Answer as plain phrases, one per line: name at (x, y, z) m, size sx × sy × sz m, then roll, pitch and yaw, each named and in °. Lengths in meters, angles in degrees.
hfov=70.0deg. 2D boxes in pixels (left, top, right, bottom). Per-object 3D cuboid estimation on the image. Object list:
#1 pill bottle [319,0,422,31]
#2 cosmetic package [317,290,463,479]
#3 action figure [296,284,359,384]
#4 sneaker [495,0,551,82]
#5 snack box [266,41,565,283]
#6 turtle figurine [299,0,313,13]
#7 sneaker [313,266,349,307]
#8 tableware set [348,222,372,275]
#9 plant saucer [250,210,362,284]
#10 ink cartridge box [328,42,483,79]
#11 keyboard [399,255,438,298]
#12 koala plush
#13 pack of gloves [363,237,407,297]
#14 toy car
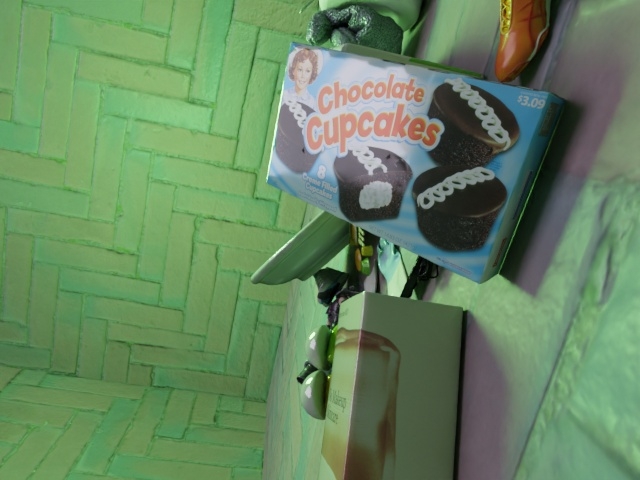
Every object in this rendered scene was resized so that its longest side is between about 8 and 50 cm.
pill bottle at (0.141, -0.695, 1.009) m, size 0.229 × 0.229 × 0.408 m, roll -169°, pitch 89°, yaw -83°
cosmetic package at (0.078, 0.224, 0.564) m, size 0.153 × 0.129 × 0.296 m, roll 119°, pitch 160°, yaw -72°
action figure at (0.036, 0.221, 1.043) m, size 0.185 × 0.099 × 0.285 m, roll 99°, pitch -169°, yaw -54°
sneaker at (0.211, -0.258, 0.481) m, size 0.064 × 0.067 × 0.175 m, roll -108°, pitch 28°, yaw -72°
snack box at (0.076, -0.105, 0.526) m, size 0.322 × 0.060 × 0.187 m, roll 27°, pitch 115°, yaw 35°
turtle figurine at (0.122, -0.825, 1.503) m, size 0.198 × 0.274 × 0.266 m, roll 50°, pitch 134°, yaw 35°
sneaker at (0.011, 0.112, 1.181) m, size 0.071 × 0.083 × 0.190 m, roll -64°, pitch -9°, yaw 15°
tableware set at (0.085, 0.010, 0.962) m, size 0.154 × 0.024 × 0.104 m, roll -119°, pitch 25°, yaw -72°
plant saucer at (0.000, 0.000, 1.167) m, size 0.400 × 0.100 × 0.400 m, roll -41°, pitch 1°, yaw 1°
ink cartridge box at (0.106, -0.237, 0.736) m, size 0.273 × 0.198 × 0.115 m, roll -97°, pitch 18°, yaw -68°
keyboard at (0.161, 0.018, 0.658) m, size 0.100 × 0.038 × 0.192 m, roll -51°, pitch -20°, yaw -51°
koala plush at (0.068, -0.375, 1.019) m, size 0.203 × 0.196 × 0.221 m, roll 10°, pitch 79°, yaw 44°
pack of gloves at (0.105, 0.089, 0.884) m, size 0.232 × 0.046 × 0.195 m, roll -90°, pitch 12°, yaw -55°
toy car at (0.062, 0.221, 0.756) m, size 0.136 × 0.159 × 0.182 m, roll 54°, pitch -148°, yaw -46°
